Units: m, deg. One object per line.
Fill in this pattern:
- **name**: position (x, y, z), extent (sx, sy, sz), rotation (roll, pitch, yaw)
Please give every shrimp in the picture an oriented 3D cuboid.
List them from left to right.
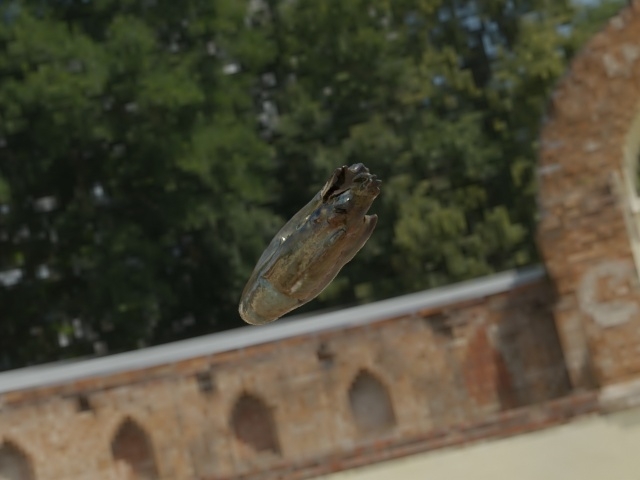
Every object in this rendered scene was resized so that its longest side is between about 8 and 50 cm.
- **shrimp**: position (0.004, -0.009, 1.624), extent (0.254, 0.059, 0.145), rotation (-49, 11, 40)
